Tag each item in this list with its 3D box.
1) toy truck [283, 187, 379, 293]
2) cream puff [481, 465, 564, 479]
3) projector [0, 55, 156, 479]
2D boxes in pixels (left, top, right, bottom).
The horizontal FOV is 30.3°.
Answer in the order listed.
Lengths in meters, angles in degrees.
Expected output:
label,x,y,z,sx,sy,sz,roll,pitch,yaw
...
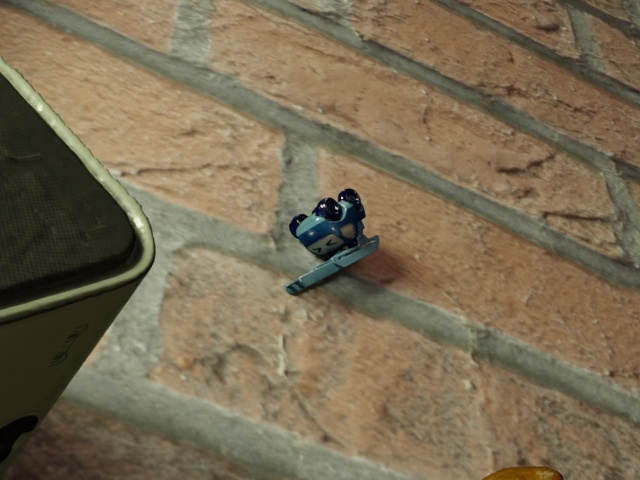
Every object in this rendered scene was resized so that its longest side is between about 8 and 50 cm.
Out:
label,x,y,z,sx,sy,sz,roll,pitch,yaw
toy truck,0.000,0.000,1.213,0.136,0.063,0.074,-25,86,-47
cream puff,0.182,0.304,0.943,0.241,0.155,0.269,4,53,-29
projector,-0.293,0.031,0.754,0.248,0.249,0.248,46,29,15
